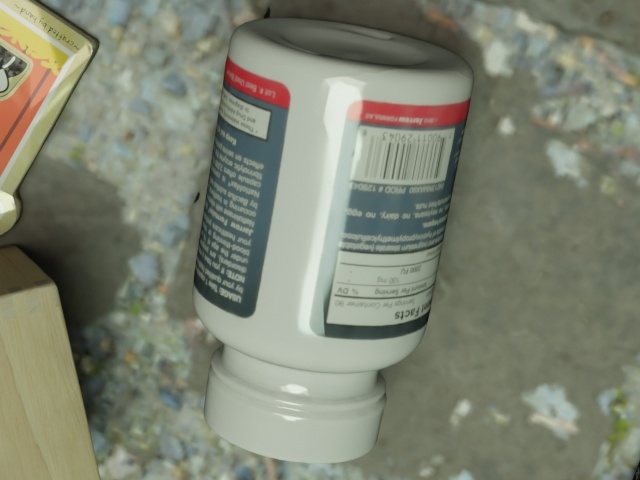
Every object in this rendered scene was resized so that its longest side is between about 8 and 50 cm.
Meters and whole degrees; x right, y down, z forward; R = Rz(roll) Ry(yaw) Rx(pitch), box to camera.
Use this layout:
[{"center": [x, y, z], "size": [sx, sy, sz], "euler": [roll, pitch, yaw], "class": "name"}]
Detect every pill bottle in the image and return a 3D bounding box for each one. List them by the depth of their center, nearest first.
[{"center": [0.000, 0.000, 0.808], "size": [0.108, 0.108, 0.180], "euler": [12, 106, 6], "class": "pill bottle"}]

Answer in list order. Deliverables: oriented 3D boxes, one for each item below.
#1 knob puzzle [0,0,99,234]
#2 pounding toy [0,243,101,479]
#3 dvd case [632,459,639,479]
[{"center": [-0.227, -0.060, 0.868], "size": [0.213, 0.030, 0.213], "euler": [2, 105, 8], "class": "knob puzzle"}, {"center": [-0.170, 0.081, 0.851], "size": [0.100, 0.141, 0.130], "euler": [-14, 104, -17], "class": "pounding toy"}, {"center": [0.240, 0.114, 0.842], "size": [0.179, 0.029, 0.238], "euler": [18, 107, 3], "class": "dvd case"}]
